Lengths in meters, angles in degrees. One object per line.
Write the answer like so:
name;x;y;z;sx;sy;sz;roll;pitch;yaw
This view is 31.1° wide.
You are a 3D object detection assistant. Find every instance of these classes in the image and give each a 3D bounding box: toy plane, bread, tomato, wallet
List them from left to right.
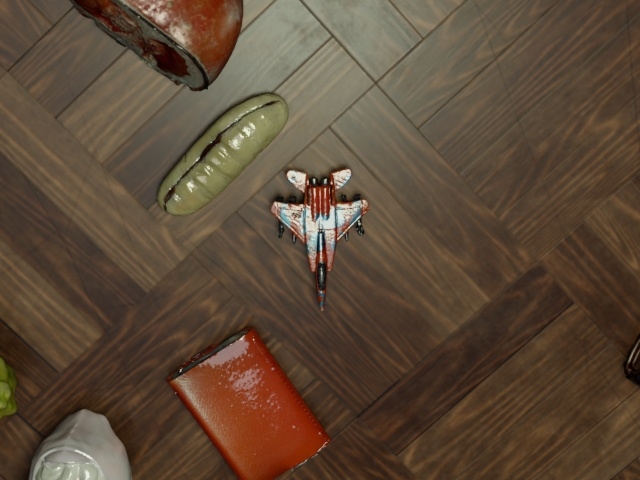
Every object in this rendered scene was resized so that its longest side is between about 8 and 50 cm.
tomato;-0.181;-0.299;1.382;0.214;0.181;0.155;39;81;-20
bread;-0.129;-0.110;1.481;0.214;0.053;0.073;-43;100;8
wallet;-0.098;0.233;1.579;0.142;0.045;0.204;-32;104;7
toy plane;0.000;-0.001;1.517;0.130;0.061;0.189;-2;110;-4

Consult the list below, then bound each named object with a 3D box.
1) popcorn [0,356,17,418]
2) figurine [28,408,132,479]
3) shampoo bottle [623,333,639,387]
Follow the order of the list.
popcorn;-0.522;0.200;1.460;0.250;0.235;0.241;-30;148;-8
figurine;-0.321;0.368;1.557;0.200;0.133;0.276;3;109;8
shampoo bottle;0.582;0.226;1.609;0.323;0.084;0.129;33;90;-13
